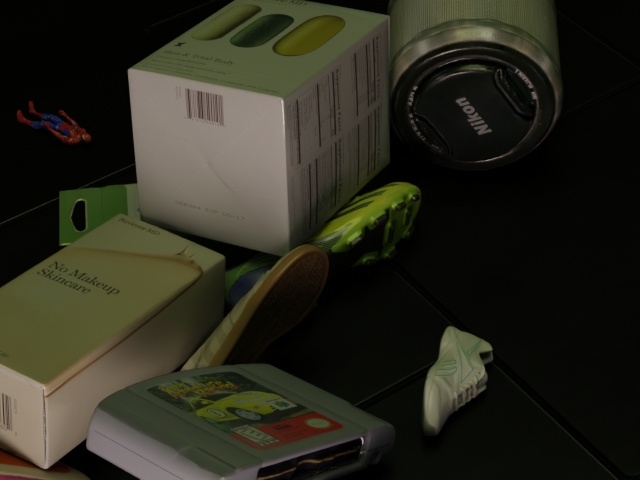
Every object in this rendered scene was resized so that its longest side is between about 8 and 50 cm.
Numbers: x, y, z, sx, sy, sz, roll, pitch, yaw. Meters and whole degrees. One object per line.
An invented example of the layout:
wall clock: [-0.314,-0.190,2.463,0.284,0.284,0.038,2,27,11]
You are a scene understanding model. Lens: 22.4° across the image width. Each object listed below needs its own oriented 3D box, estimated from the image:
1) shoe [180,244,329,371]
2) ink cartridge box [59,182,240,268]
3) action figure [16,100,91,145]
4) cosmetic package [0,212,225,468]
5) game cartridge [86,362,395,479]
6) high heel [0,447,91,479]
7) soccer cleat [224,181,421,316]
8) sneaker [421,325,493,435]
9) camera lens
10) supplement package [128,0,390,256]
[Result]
shoe: [-0.075,0.086,1.748,0.219,0.076,0.058,-52,47,5]
ink cartridge box: [-0.204,-0.015,1.933,0.209,0.062,0.109,-5,41,-4]
action figure: [-0.345,-0.151,2.113,0.115,0.030,0.038,25,45,24]
cosmetic package: [-0.253,0.100,1.731,0.160,0.113,0.309,20,35,24]
game cartridge: [-0.082,0.188,1.611,0.196,0.060,0.294,18,15,33]
high heel: [-0.426,0.290,1.630,0.377,0.181,0.127,7,6,-10]
soccer cleat: [0.000,-0.001,1.888,0.289,0.093,0.121,-35,52,-29]
sneaker: [0.147,0.153,1.747,0.061,0.053,0.152,14,45,13]
camera lens: [0.191,-0.241,2.045,0.219,0.219,0.274,1,43,3]
supplement package: [-0.063,-0.141,1.862,0.199,0.198,0.263,13,32,25]
